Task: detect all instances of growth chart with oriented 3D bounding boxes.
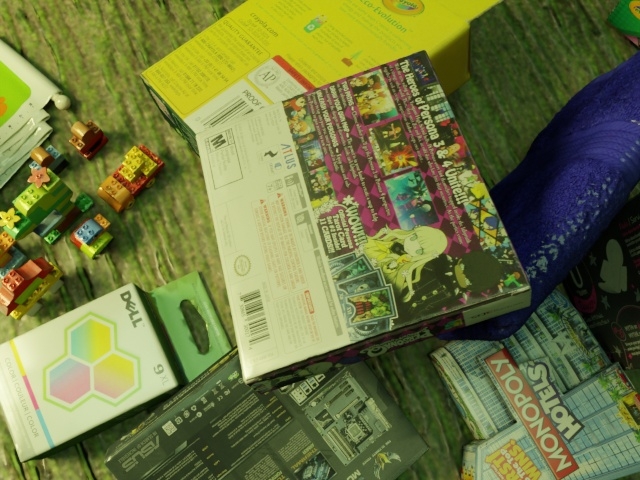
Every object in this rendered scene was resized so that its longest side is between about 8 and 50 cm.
[{"bbox_3d":[-0.384,-0.109,0.754,0.172,0.021,0.237,31,76,7],"label":"growth chart"}]

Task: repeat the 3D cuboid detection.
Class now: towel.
[{"bbox_3d":[0.205,-0.044,0.647,0.076,0.227,0.308,41,79,1],"label":"towel"}]

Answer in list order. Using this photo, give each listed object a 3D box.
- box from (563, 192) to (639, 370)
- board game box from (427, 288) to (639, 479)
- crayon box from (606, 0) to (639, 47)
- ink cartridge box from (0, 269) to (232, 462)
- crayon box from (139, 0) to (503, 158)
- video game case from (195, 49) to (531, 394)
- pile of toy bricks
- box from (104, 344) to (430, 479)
[{"bbox_3d":[0.340,0.017,0.625,0.163,0.247,0.142,-19,78,-7],"label":"box"},{"bbox_3d":[0.196,0.169,0.680,0.194,0.060,0.194,-28,78,-9],"label":"board game box"},{"bbox_3d":[0.481,-0.300,0.795,0.165,0.081,0.278,44,79,8],"label":"crayon box"},{"bbox_3d":[-0.197,0.113,0.681,0.209,0.062,0.109,-25,77,-8],"label":"ink cartridge box"},{"bbox_3d":[0.006,-0.180,0.722,0.318,0.081,0.202,-37,60,-9],"label":"crayon box"},{"bbox_3d":[0.021,-0.023,0.555,0.210,0.042,0.232,-20,60,5],"label":"video game case"},{"bbox_3d":[-0.262,-0.036,0.694,0.118,0.105,0.212,39,78,8],"label":"pile of toy bricks"},{"bbox_3d":[-0.045,0.188,0.646,0.232,0.059,0.183,-38,96,-10],"label":"box"}]
